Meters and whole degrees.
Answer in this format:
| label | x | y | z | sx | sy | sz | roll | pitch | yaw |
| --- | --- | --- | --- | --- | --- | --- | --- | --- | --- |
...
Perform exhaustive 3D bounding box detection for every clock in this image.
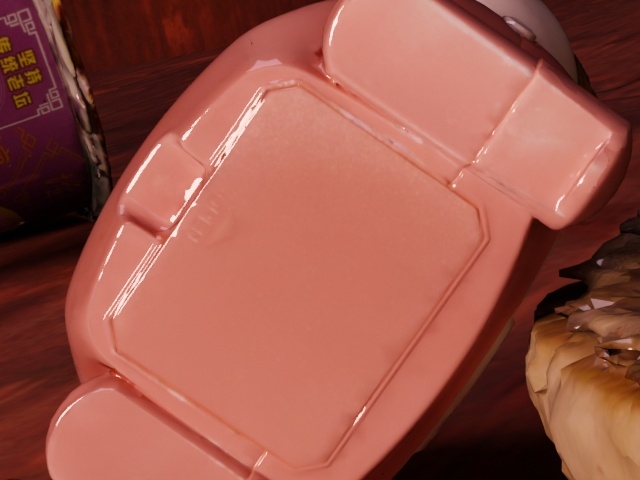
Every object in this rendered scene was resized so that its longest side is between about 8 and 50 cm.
| label | x | y | z | sx | sy | sz | roll | pitch | yaw |
| --- | --- | --- | --- | --- | --- | --- | --- | --- | --- |
| clock | 0.000 | 0.000 | 0.503 | 0.166 | 0.092 | 0.162 | -56 | 1 | 7 |

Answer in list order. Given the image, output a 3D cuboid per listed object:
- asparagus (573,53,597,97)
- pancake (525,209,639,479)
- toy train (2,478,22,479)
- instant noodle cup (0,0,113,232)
| label | x | y | z | sx | sy | sz | roll | pitch | yaw |
| --- | --- | --- | --- | --- | --- | --- | --- | --- | --- |
| asparagus | 0.016 | -0.055 | 1.098 | 0.277 | 0.060 | 0.067 | -11 | 20 | 13 |
| pancake | 0.222 | 0.000 | 0.406 | 0.386 | 0.082 | 0.387 | -14 | 4 | 1 |
| toy train | -0.123 | 0.086 | 0.476 | 0.085 | 0.053 | 0.249 | -30 | 18 | -36 |
| instant noodle cup | -0.311 | -0.116 | 1.188 | 0.266 | 0.340 | 0.340 | -24 | 12 | -15 |
